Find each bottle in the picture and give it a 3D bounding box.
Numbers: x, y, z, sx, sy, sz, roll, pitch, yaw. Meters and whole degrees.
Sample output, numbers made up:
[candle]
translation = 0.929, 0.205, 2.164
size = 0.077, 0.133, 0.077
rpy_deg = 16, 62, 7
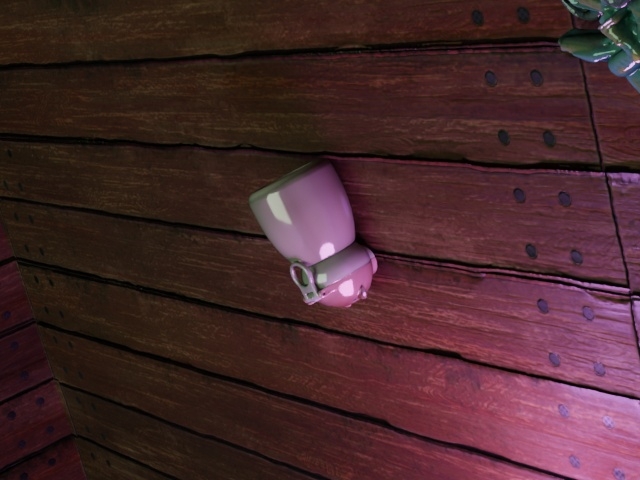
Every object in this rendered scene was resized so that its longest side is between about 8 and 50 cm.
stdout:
[bottle]
translation = 0.000, 0.000, 2.141
size = 0.147, 0.147, 0.236
rpy_deg = -21, 98, 57

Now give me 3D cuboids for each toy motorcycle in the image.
[toy motorcycle]
translation = 0.386, -0.227, 1.491
size = 0.296, 0.109, 0.198
rpy_deg = 28, 143, 40
